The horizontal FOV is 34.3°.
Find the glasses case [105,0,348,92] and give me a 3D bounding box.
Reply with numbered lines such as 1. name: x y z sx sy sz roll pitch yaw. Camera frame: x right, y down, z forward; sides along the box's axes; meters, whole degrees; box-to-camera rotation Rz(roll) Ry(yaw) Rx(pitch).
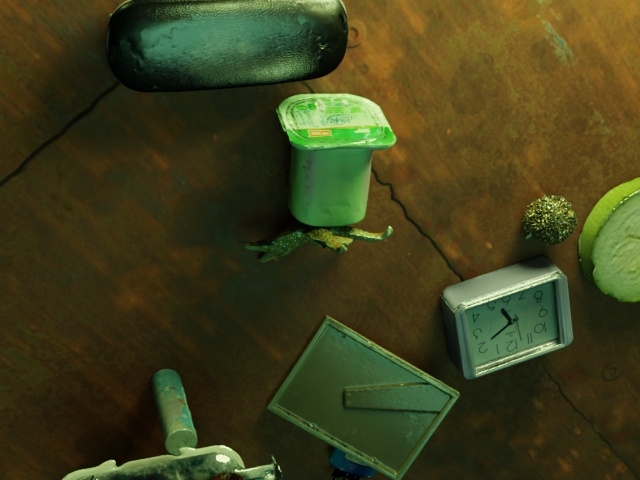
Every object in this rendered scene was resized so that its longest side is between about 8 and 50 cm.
1. glasses case: -0.115 -0.257 1.325 0.314 0.075 0.122 -8 119 -14

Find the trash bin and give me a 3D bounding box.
1. trash bin: -0.215 0.430 1.454 0.295 0.368 0.256 -9 78 -17

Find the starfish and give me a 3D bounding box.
1. starfish: 0.000 0.000 1.464 0.208 0.176 0.053 -3 86 25

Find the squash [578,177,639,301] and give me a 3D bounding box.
1. squash: 0.519 -0.002 1.672 0.219 0.041 0.219 -10 119 -18

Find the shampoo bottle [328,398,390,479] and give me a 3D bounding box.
1. shampoo bottle: 0.075 0.322 1.684 0.087 0.050 0.183 20 108 -20

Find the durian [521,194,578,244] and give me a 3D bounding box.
1. durian: 0.348 -0.029 1.586 0.080 0.080 0.091 29 120 -27

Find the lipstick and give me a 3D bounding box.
1. lipstick: -0.213 0.246 1.496 0.048 0.158 0.048 -7 117 -14

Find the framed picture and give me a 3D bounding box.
1. framed picture: 0.066 0.250 1.623 0.250 0.016 0.184 30 104 -8

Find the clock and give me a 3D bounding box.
1. clock: 0.294 0.124 1.641 0.193 0.073 0.145 -18 119 -8

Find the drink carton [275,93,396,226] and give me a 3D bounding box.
1. drink carton: 0.012 -0.106 1.412 0.146 0.144 0.142 -4 126 -12
